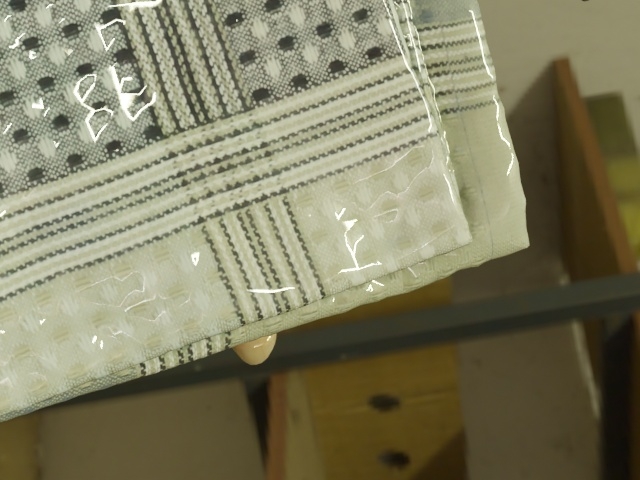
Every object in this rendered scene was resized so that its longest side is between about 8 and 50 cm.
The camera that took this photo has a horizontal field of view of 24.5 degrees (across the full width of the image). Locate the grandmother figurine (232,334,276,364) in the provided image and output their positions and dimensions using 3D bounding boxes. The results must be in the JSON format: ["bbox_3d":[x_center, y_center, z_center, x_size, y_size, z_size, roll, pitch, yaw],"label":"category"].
[{"bbox_3d":[-0.166,0.014,1.367,0.342,0.104,0.208,18,77,-48],"label":"grandmother figurine"}]

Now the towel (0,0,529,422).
[{"bbox_3d":[-0.083,-0.096,0.606,0.056,0.324,0.312,-174,-114,-72],"label":"towel"}]
